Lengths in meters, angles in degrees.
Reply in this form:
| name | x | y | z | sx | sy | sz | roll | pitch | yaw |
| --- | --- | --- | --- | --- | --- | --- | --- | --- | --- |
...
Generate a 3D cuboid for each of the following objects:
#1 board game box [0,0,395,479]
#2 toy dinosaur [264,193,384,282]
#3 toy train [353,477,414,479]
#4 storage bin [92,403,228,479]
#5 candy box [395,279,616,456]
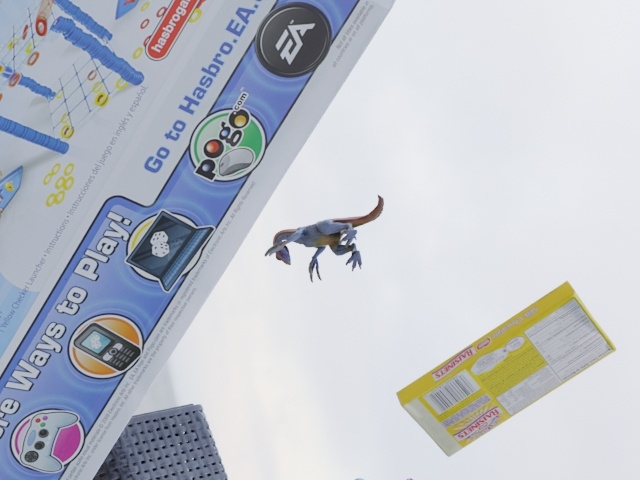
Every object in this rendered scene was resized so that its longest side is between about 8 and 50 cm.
| name | x | y | z | sx | sy | sz | roll | pitch | yaw |
| --- | --- | --- | --- | --- | --- | --- | --- | --- | --- |
| board game box | -0.176 | -0.058 | 0.663 | 0.308 | 0.302 | 0.086 | -57 | -151 | 15 |
| toy dinosaur | 0.000 | 0.000 | 1.193 | 0.082 | 0.090 | 0.047 | 21 | -33 | 48 |
| toy train | 0.033 | 0.261 | 1.290 | 0.046 | 0.125 | 0.166 | 49 | 40 | -11 |
| storage bin | -0.161 | 0.188 | 1.068 | 0.122 | 0.180 | 0.084 | -5 | 71 | -55 |
| candy box | 0.186 | 0.130 | 1.532 | 0.105 | 0.206 | 0.027 | 49 | 11 | -41 |
